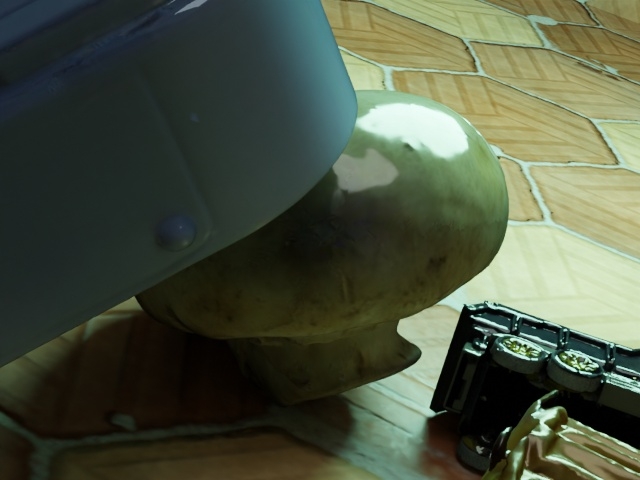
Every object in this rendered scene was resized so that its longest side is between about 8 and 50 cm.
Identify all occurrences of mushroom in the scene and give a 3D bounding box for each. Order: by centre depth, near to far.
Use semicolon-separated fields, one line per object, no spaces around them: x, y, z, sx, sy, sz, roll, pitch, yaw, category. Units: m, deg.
0.000;0.000;0.818;0.255;0.255;0.184;-14;81;-49;mushroom

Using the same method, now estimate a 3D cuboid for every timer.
-0.189;-0.074;0.722;0.395;0.173;0.395;-18;35;13;timer

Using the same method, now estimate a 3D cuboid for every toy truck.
0.167;0.105;0.818;0.192;0.083;0.092;18;18;7;toy truck

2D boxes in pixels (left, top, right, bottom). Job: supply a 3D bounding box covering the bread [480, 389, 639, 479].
0.079;0.163;0.492;0.104;0.199;0.199;26;25;13;bread
